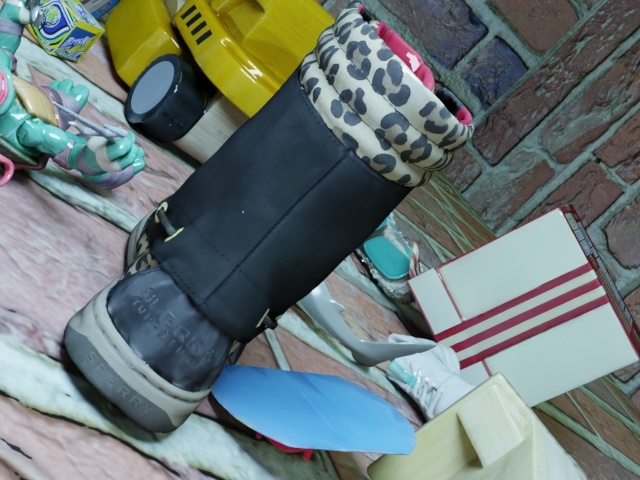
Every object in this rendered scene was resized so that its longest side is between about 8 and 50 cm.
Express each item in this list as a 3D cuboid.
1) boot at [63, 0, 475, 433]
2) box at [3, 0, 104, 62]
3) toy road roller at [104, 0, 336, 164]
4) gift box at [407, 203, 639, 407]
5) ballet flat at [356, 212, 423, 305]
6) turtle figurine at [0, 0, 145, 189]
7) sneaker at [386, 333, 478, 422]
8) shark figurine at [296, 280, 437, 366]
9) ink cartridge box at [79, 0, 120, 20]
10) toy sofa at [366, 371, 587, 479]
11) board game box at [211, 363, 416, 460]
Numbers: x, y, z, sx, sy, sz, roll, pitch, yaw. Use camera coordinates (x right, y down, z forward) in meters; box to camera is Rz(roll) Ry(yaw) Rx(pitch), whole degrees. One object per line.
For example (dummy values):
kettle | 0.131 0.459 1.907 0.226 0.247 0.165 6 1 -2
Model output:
boot | -0.028 -0.039 0.713 0.138 0.284 0.377 44 14 -5
box | -0.325 -0.281 1.058 0.169 0.054 0.059 47 13 11
toy road roller | -0.106 -0.231 1.164 0.202 0.240 0.329 35 16 -39
gift box | 0.270 0.086 1.309 0.276 0.258 0.255 64 18 11
ballet flat | 0.090 0.013 1.429 0.241 0.091 0.077 -112 180 -48
turtle figurine | -0.216 -0.107 0.724 0.175 0.118 0.234 62 0 7
sneaker | 0.120 0.166 1.058 0.094 0.080 0.212 29 10 -15
shark figurine | 0.001 0.016 1.014 0.166 0.116 0.278 11 41 -54
ink cartridge box | -0.263 -0.360 1.139 0.086 0.148 0.203 51 -8 -5
toy sofa | 0.110 0.233 0.616 0.177 0.150 0.362 51 13 3
board game box | -0.009 0.144 0.732 0.169 0.033 0.133 10 14 -29
